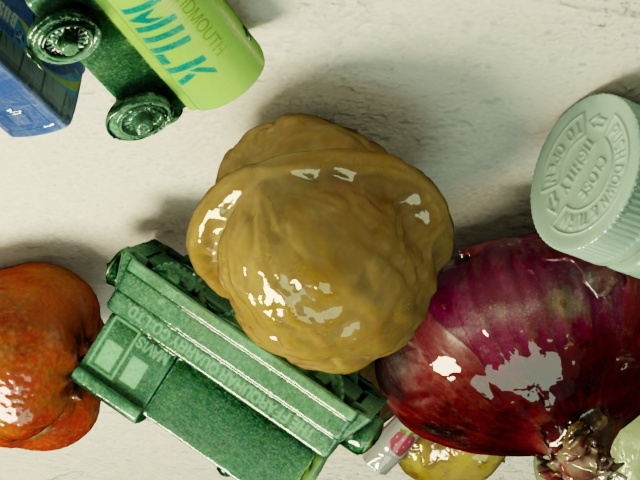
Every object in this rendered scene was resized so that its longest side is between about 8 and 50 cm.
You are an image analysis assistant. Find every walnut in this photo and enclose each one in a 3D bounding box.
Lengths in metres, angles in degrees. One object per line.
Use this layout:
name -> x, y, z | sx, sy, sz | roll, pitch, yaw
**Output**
walnut -> 0.000, 0.000, 1.611 | 0.257, 0.224, 0.257 | -4, 143, -3

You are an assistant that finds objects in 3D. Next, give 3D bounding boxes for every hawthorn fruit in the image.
hawthorn fruit -> -0.355, 0.121, 1.851 | 0.243, 0.207, 0.207 | 10, 153, 15

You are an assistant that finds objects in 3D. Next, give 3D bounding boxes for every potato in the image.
potato -> 0.173, 0.234, 2.121 | 0.176, 0.137, 0.137 | -24, 144, 35

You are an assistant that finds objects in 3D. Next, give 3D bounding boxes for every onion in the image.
onion -> 0.237, 0.136, 1.807 | 0.348, 0.285, 0.347 | -13, 153, -7

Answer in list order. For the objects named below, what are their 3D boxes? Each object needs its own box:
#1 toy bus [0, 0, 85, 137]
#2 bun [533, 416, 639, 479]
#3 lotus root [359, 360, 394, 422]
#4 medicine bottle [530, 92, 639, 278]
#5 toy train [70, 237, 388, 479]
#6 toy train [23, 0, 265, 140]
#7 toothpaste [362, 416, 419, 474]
toy bus -> -0.281, -0.175, 1.414 | 0.079, 0.094, 0.236 | -14, 148, 20
bun -> 0.422, 0.317, 2.226 | 0.293, 0.187, 0.293 | 1, 155, 1
lotus root -> 0.025, 0.151, 1.962 | 0.210, 0.142, 0.314 | -16, 149, 20
medicine bottle -> 0.372, -0.024, 1.661 | 0.318, 0.158, 0.158 | 16, 145, -29
toy train -> -0.097, 0.139, 1.764 | 0.330, 0.178, 0.138 | 35, -170, 6
toy train -> -0.145, -0.182, 1.418 | 0.157, 0.105, 0.253 | -24, 147, 11
toothpaste -> 0.126, 0.197, 2.057 | 0.194, 0.043, 0.067 | -50, 165, 12
